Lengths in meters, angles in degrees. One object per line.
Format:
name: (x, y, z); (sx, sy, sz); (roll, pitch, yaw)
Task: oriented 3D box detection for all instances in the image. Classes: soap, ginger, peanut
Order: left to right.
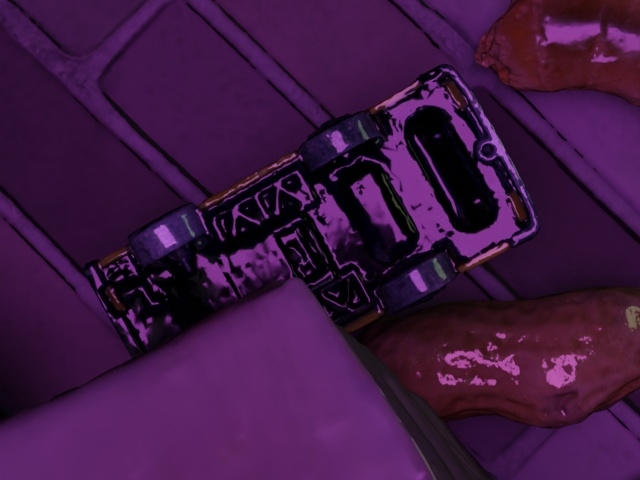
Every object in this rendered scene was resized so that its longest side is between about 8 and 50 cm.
soap: (0.033, 0.239, 0.729); (0.213, 0.435, 0.350); (-36, 67, 3)
peanut: (0.130, 0.075, 0.905); (0.214, 0.099, 0.099); (0, 91, 6)
ginger: (0.199, -0.127, 0.909); (0.190, 0.069, 0.095); (8, 114, 2)

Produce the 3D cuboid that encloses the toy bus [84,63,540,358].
toy bus: (0.000, 0.000, 0.881); (0.262, 0.150, 0.128); (-29, 91, 8)
